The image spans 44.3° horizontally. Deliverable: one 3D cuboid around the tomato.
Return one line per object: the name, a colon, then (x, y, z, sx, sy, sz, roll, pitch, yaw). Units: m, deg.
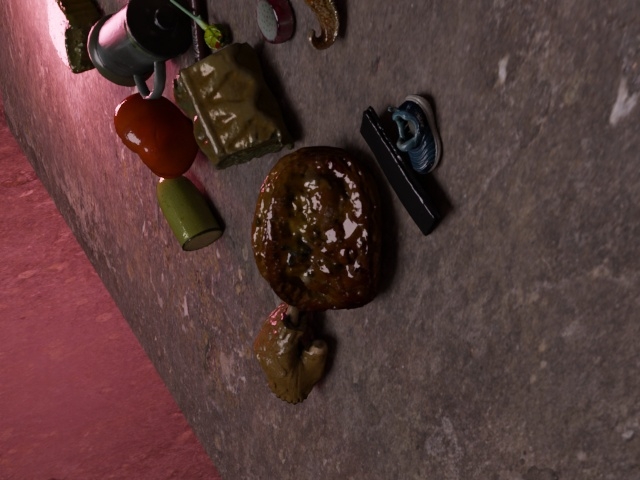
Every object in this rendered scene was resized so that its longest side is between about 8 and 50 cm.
tomato: (-0.451, -0.298, 2.179, 0.260, 0.180, 0.260, 45, 179, 1)

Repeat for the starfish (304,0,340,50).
starfish: (-0.026, -0.501, 1.389, 0.312, 0.113, 0.303, 46, 163, 21)

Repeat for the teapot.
teapot: (-0.454, -0.504, 2.033, 0.337, 0.200, 0.271, -4, 95, 58)

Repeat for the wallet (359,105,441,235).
wallet: (0.141, -0.124, 1.449, 0.244, 0.025, 0.124, 59, 172, 11)

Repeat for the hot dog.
hot dog: (0.000, 0.000, 1.618, 0.266, 0.174, 0.388, 6, 124, 9)

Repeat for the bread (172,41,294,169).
bread: (-0.201, -0.294, 1.779, 0.196, 0.238, 0.252, -25, -83, -78)

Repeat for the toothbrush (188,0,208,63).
toothbrush: (-0.299, -0.579, 1.890, 0.041, 0.040, 0.364, 37, 139, 42)

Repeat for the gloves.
gloves: (-0.079, 0.286, 2.021, 0.203, 0.155, 0.357, 41, 139, 33)

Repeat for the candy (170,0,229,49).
candy: (-0.292, -0.522, 1.866, 0.194, 0.058, 0.062, 42, 128, 17)

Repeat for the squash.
squash: (-0.399, -0.099, 2.315, 0.247, 0.132, 0.132, 60, 151, 14)

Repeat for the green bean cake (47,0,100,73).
green bean cake: (-0.797, -0.696, 2.562, 0.233, 0.124, 0.236, 55, 149, 23)

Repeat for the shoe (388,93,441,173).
shoe: (0.163, -0.178, 1.359, 0.064, 0.071, 0.143, 24, 137, 52)

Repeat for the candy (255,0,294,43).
candy: (-0.095, -0.458, 1.623, 0.103, 0.043, 0.103, 39, 141, 40)
